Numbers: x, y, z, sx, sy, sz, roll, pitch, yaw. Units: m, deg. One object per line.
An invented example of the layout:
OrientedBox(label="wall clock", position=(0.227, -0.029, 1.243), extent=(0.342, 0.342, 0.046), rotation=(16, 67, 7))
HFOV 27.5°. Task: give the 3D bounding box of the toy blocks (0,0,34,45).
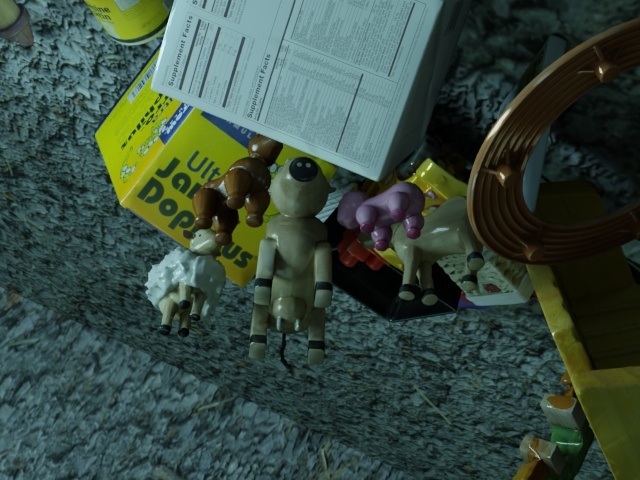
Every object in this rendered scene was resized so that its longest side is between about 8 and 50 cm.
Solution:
OrientedBox(label="toy blocks", position=(-0.437, -0.318, 1.649), extent=(0.309, 0.288, 0.260), rotation=(7, 149, 35))

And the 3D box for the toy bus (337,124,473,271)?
OrientedBox(label="toy bus", position=(0.111, -0.034, 1.685), extent=(0.149, 0.211, 0.220), rotation=(40, -170, -17))

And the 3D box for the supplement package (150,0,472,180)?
OrientedBox(label="supplement package", position=(-0.003, -0.218, 1.384), extent=(0.263, 0.198, 0.199), rotation=(23, -160, 10))

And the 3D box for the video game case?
OrientedBox(label="video game case", position=(0.223, -0.098, 1.489), extent=(0.023, 0.212, 0.193), rotation=(16, 160, -4))

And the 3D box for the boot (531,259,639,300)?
OrientedBox(label="boot", position=(0.377, 0.074, 1.907), extent=(0.244, 0.088, 0.176), rotation=(32, 161, 7))

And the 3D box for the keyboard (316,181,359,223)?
OrientedBox(label="keyboard", position=(0.024, -0.051, 2.120), extent=(0.072, 0.014, 0.256), rotation=(34, 159, -18))

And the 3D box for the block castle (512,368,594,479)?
OrientedBox(label="block castle", position=(0.468, 0.350, 1.950), extent=(0.303, 0.453, 0.213), rotation=(9, 146, 37))

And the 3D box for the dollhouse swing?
OrientedBox(label="dollhouse swing", position=(0.427, 0.082, 1.520), extent=(0.305, 0.347, 0.315), rotation=(-22, 129, 10))

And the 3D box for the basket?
OrientedBox(label="basket", position=(0.243, -0.009, 1.750), extent=(0.103, 0.167, 0.113), rotation=(41, 155, -24))

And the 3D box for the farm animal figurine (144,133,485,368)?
OrientedBox(label="farm animal figurine", position=(0.000, 0.000, 1.480), extent=(0.330, 0.172, 0.327), rotation=(18, 133, -15))

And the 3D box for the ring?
OrientedBox(label="ring", position=(0.305, -0.088, 1.325), extent=(0.032, 0.336, 0.336), rotation=(61, -176, 39))

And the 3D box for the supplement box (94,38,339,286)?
OrientedBox(label="supplement box", position=(-0.147, -0.120, 1.698), extent=(0.194, 0.195, 0.356), rotation=(35, -174, -22))

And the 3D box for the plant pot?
OrientedBox(label="plant pot", position=(0.110, -0.004, 1.914), extent=(0.188, 0.167, 0.187), rotation=(33, 158, -20))

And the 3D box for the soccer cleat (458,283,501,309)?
OrientedBox(label="soccer cleat", position=(0.222, 0.085, 2.126), extent=(0.095, 0.083, 0.248), rotation=(30, 157, -23))

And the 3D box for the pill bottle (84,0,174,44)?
OrientedBox(label="pill bottle", position=(-0.260, -0.337, 1.640), extent=(0.103, 0.103, 0.184), rotation=(15, 156, 28))
